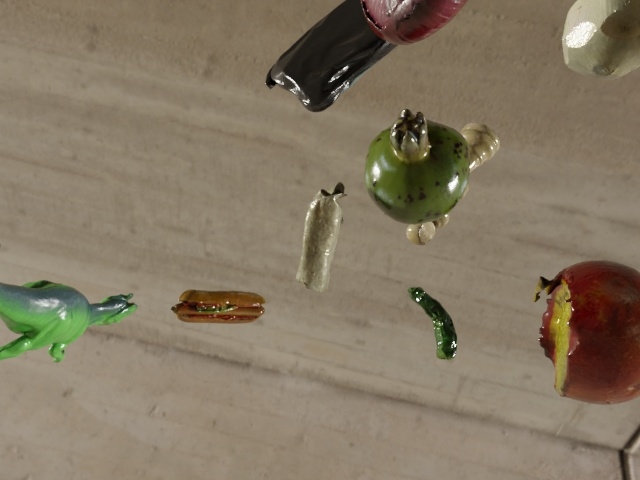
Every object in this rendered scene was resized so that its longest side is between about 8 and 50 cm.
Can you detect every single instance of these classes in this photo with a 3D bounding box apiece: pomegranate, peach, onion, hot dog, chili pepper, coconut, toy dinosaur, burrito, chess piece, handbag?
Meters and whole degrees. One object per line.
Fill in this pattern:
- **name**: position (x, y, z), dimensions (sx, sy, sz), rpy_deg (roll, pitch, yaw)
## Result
- **pomegranate**: position (0.167, -0.138, 1.221), dimensions (0.202, 0.247, 0.202), rpy_deg (-4, -119, 8)
- **peach**: position (0.702, 0.223, 1.697), dimensions (0.310, 0.405, 0.334), rpy_deg (-8, -127, 8)
- **onion**: position (0.162, -0.432, 1.098), dimensions (0.162, 0.248, 0.248), rpy_deg (15, -142, -18)
- **hot dog**: position (-0.236, 0.158, 1.613), dimensions (0.236, 0.092, 0.062), rpy_deg (2, -143, -31)
- **chili pepper**: position (0.249, 0.171, 1.503), dimensions (0.073, 0.050, 0.182), rpy_deg (-31, -88, -33)
- **coconut**: position (0.522, -0.369, 1.268), dimensions (0.161, 0.161, 0.162), rpy_deg (17, -108, 8)
- **toy dinosaur**: position (-0.468, 0.109, 1.301), dimensions (0.375, 0.500, 0.143), rpy_deg (-17, -108, -39)
- **burrito**: position (0.000, 0.000, 1.248), dimensions (0.061, 0.225, 0.087), rpy_deg (20, -154, 18)
- **chess piece**: position (0.351, -0.146, 1.881), dimensions (0.117, 0.117, 0.397), rpy_deg (27, -116, 19)
- **handbag**: position (0.047, -0.398, 1.427), dimensions (0.332, 0.075, 0.191), rpy_deg (-43, -128, -2)
